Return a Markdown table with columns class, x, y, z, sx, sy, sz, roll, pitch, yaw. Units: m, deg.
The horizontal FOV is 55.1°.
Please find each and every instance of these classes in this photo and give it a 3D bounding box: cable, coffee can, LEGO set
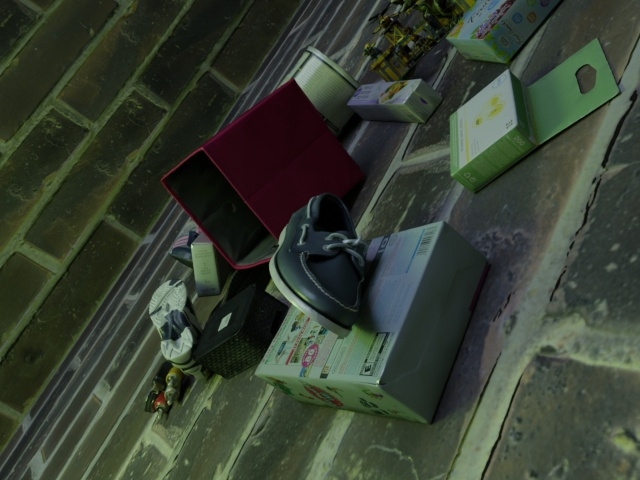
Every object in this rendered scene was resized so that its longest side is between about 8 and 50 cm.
| class | x | y | z | sx | sy | sz | roll | pitch | yaw |
| --- | --- | --- | --- | --- | --- | --- | --- | --- | --- |
| cable | -0.346 | 0.313 | 1.469 | 0.287 | 0.072 | 0.139 | -75 | 10 | -68 |
| coffee can | -0.037 | -0.316 | 1.551 | 0.275 | 0.202 | 0.201 | -50 | 21 | 7 |
| LEGO set | 0.199 | -0.512 | 1.316 | 0.331 | 0.192 | 0.255 | -36 | 13 | 45 |

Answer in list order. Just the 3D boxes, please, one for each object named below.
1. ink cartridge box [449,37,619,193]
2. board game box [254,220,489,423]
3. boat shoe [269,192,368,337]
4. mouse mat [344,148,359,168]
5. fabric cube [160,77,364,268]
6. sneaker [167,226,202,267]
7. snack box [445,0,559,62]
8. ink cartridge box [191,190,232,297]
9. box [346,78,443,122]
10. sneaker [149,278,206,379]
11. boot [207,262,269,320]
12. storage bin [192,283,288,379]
| class | x | y | z | sx | sy | sz | roll | pitch | yaw |
| --- | --- | --- | --- | --- | --- | --- | --- | --- | --- |
| ink cartridge box | 0.291 | -0.192 | 0.883 | 0.235 | 0.056 | 0.171 | -40 | 24 | 37 |
| board game box | 0.059 | 0.112 | 0.839 | 0.303 | 0.098 | 0.223 | -14 | 43 | 57 |
| boat shoe | 0.007 | 0.015 | 0.810 | 0.099 | 0.116 | 0.319 | -52 | 15 | 13 |
| mouse mat | 0.023 | -0.132 | 1.412 | 0.152 | 0.007 | 0.189 | -49 | 23 | 12 |
| fabric cube | -0.121 | -0.128 | 1.271 | 0.258 | 0.259 | 0.254 | -46 | 15 | -30 |
| sneaker | -0.398 | 0.015 | 1.918 | 0.131 | 0.112 | 0.319 | -60 | 23 | -7 |
| snack box | 0.343 | -0.423 | 1.103 | 0.207 | 0.070 | 0.174 | -49 | 20 | 9 |
| ink cartridge box | -0.266 | -0.013 | 1.492 | 0.275 | 0.060 | 0.238 | -102 | 6 | -79 |
| box | 0.150 | -0.299 | 1.323 | 0.063 | 0.067 | 0.324 | -53 | 20 | -1 |
| sneaker | -0.292 | 0.204 | 1.343 | 0.094 | 0.153 | 0.235 | -28 | 45 | -7 |
| boot | -0.198 | 0.125 | 1.392 | 0.197 | 0.077 | 0.137 | -59 | 16 | -16 |
| storage bin | -0.158 | 0.180 | 1.202 | 0.180 | 0.084 | 0.122 | -36 | 27 | 40 |
